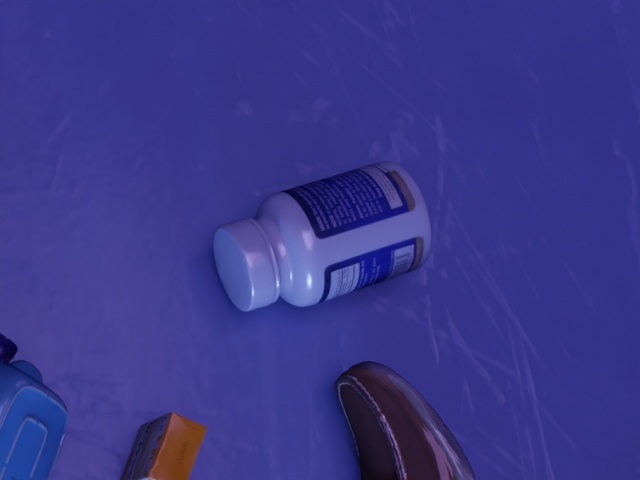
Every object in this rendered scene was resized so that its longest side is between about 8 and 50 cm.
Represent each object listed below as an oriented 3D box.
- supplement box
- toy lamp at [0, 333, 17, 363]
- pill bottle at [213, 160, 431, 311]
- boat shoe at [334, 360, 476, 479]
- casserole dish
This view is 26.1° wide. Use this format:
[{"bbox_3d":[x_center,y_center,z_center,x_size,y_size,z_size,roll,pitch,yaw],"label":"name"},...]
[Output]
[{"bbox_3d":[-0.139,0.190,1.208,0.036,0.098,0.062,25,67,-15],"label":"supplement box"},{"bbox_3d":[-0.338,0.199,1.147,0.080,0.080,0.274,24,69,-12],"label":"toy lamp"},{"bbox_3d":[0.000,0.000,1.305,0.187,0.112,0.112,-17,81,-23],"label":"pill bottle"},{"bbox_3d":[0.084,0.267,1.258,0.116,0.123,0.324,-22,82,-22],"label":"boat shoe"},{"bbox_3d":[-0.267,0.192,1.160,0.114,0.037,0.188,49,54,-52],"label":"casserole dish"}]
